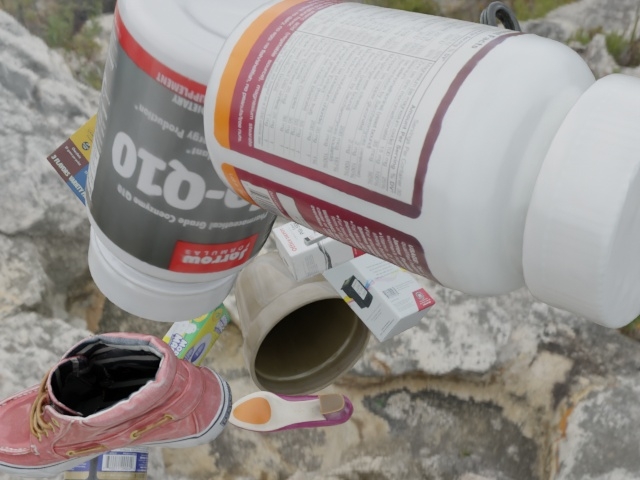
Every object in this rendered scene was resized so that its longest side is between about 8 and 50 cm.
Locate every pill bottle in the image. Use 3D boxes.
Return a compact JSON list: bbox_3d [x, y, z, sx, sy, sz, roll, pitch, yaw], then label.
[{"bbox_3d":[-0.100,-0.069,0.635,0.161,0.283,0.161,13,44,-13],"label":"pill bottle"},{"bbox_3d":[0.056,-0.045,0.383,0.221,0.121,0.121,23,54,37],"label":"pill bottle"},{"bbox_3d":[-0.321,0.271,1.212,0.123,0.123,0.219,0,73,4],"label":"pill bottle"}]

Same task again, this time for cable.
[{"bbox_3d":[0.300,-0.219,1.194,0.139,0.072,0.287,-27,80,-29],"label":"cable"}]

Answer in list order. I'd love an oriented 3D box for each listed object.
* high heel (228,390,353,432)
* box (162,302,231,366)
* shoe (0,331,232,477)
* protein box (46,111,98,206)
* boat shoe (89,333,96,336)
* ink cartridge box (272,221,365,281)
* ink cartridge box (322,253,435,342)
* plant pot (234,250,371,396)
[{"bbox_3d":[-0.058,0.341,1.566,0.244,0.117,0.082,-13,65,6],"label":"high heel"},{"bbox_3d":[-0.187,0.144,1.139,0.043,0.105,0.179,28,73,12],"label":"box"},{"bbox_3d":[-0.148,0.096,0.470,0.178,0.081,0.063,-11,57,17],"label":"shoe"},{"bbox_3d":[-0.255,-0.141,1.184,0.200,0.201,0.136,-37,95,13],"label":"protein box"},{"bbox_3d":[-0.406,0.198,1.469,0.045,0.135,0.050,-1,85,-17],"label":"boat shoe"},{"bbox_3d":[0.000,0.000,1.320,0.135,0.056,0.099,-23,36,-11],"label":"ink cartridge box"},{"bbox_3d":[0.109,0.089,1.479,0.175,0.072,0.127,49,36,20],"label":"ink cartridge box"},{"bbox_3d":[-0.078,0.180,1.966,0.323,0.323,0.280,-23,45,-15],"label":"plant pot"}]
